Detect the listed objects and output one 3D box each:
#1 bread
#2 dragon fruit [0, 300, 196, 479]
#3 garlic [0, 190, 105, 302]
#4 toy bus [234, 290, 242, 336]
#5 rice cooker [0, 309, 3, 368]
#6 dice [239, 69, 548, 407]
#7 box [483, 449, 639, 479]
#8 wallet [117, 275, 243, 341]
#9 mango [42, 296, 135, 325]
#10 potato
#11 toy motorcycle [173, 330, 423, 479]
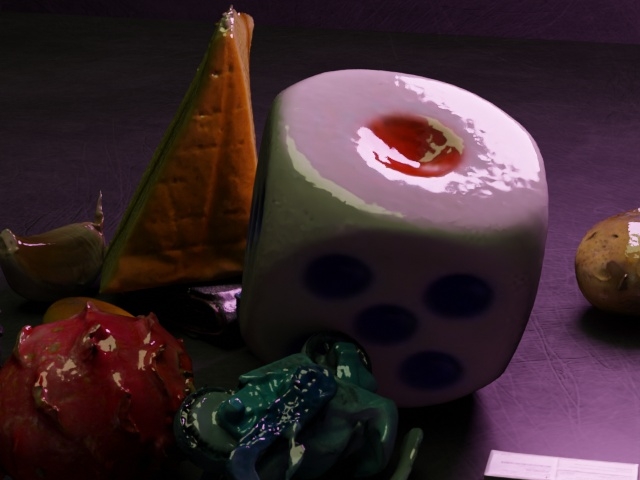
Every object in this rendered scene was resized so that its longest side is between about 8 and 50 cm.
[{"bbox_3d":[-0.196,-0.133,1.741,0.245,0.361,0.233,-6,11,-6],"label":"bread"},{"bbox_3d":[-0.253,0.176,1.315,0.268,0.205,0.210,-21,-21,14],"label":"dragon fruit"},{"bbox_3d":[-0.371,0.017,1.837,0.090,0.128,0.198,-4,17,47],"label":"garlic"},{"bbox_3d":[-0.002,0.080,1.672,0.237,0.094,0.079,-19,21,-39],"label":"toy bus"},{"bbox_3d":[-0.448,0.130,1.543,0.118,0.142,0.203,4,22,-16],"label":"rice cooker"},{"bbox_3d":[0.073,0.000,1.457,0.304,0.304,0.277,7,44,-6],"label":"dice"},{"bbox_3d":[0.212,0.257,1.122,0.130,0.129,0.051,3,21,16],"label":"box"},{"bbox_3d":[-0.131,0.060,1.786,0.221,0.071,0.262,-22,21,-38],"label":"wallet"},{"bbox_3d":[-0.285,0.121,1.631,0.161,0.076,0.103,15,22,32],"label":"mango"},{"bbox_3d":[0.440,0.020,1.695,0.248,0.143,0.169,-20,37,-38],"label":"potato"},{"bbox_3d":[-0.012,0.201,1.270,0.260,0.154,0.206,-20,63,-40],"label":"toy motorcycle"}]
